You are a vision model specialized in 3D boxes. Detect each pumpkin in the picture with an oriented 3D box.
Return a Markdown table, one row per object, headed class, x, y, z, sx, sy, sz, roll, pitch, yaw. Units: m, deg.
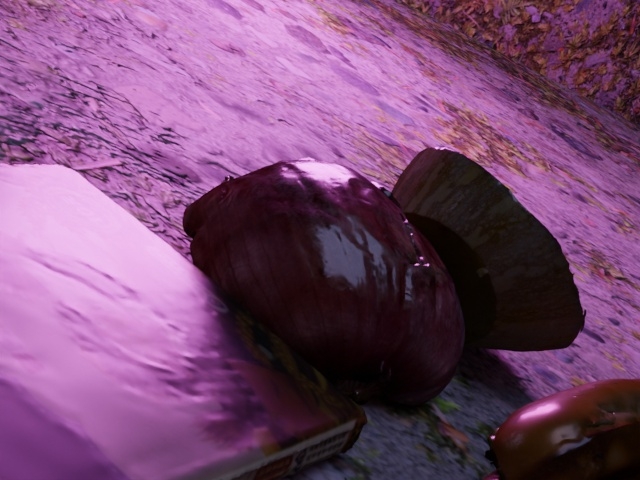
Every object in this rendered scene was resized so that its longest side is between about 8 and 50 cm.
| class | x | y | z | sx | sy | sz | roll | pitch | yaw |
| --- | --- | --- | --- | --- | --- | --- | --- | --- | --- |
| pumpkin | 0.118 | 0.028 | 1.159 | 0.110 | 0.217 | 0.217 | -30 | 55 | -23 |

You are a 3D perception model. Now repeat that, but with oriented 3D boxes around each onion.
| class | x | y | z | sx | sy | sz | roll | pitch | yaw |
| --- | --- | --- | --- | --- | --- | --- | --- | --- | --- |
| onion | 0.000 | 0.000 | 1.047 | 0.227 | 0.120 | 0.283 | 23 | 19 | -42 |

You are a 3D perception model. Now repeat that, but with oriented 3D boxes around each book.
| class | x | y | z | sx | sy | sz | roll | pitch | yaw |
| --- | --- | --- | --- | --- | --- | --- | --- | --- | --- |
| book | -0.176 | 0.052 | 0.739 | 0.300 | 0.039 | 0.428 | 39 | 19 | 19 |

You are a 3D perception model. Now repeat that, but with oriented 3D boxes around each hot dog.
| class | x | y | z | sx | sy | sz | roll | pitch | yaw |
| --- | --- | --- | --- | --- | --- | --- | --- | --- | --- |
| hot dog | 0.179 | 0.160 | 0.918 | 0.100 | 0.135 | 0.337 | 18 | 8 | 31 |
